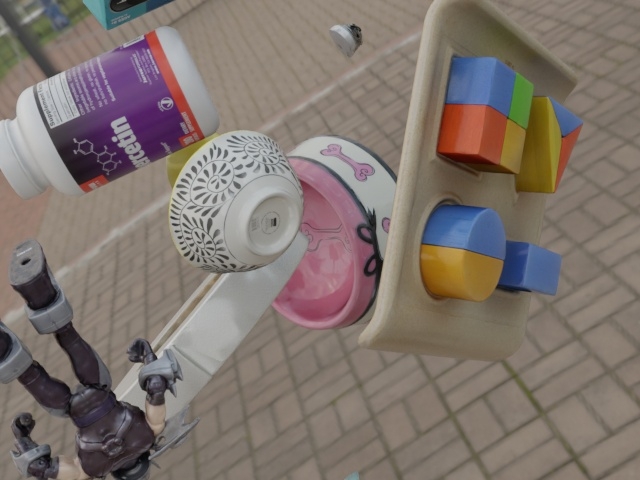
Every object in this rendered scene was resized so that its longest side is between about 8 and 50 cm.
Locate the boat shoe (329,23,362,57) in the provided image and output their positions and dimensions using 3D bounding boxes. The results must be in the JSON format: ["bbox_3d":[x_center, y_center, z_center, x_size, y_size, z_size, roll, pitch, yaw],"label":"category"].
[{"bbox_3d":[0.044,-0.321,1.497,0.040,0.049,0.142,-46,1,3],"label":"boat shoe"}]

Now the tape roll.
[{"bbox_3d":[-0.163,0.123,1.319,0.392,0.072,0.392,-48,7,8],"label":"tape roll"}]

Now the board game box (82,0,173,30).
[{"bbox_3d":[-0.236,-0.495,1.410,0.254,0.079,0.336,-31,-22,-22],"label":"board game box"}]

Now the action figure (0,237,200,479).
[{"bbox_3d":[-0.231,0.143,0.918,0.185,0.285,0.099,-37,35,-17],"label":"action figure"}]

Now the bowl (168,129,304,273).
[{"bbox_3d":[-0.075,-0.031,1.054,0.170,0.170,0.080,-42,41,-20],"label":"bowl"}]

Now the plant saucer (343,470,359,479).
[{"bbox_3d":[0.052,0.630,1.933,0.044,0.317,0.317,1,26,0],"label":"plant saucer"}]

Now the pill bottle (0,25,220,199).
[{"bbox_3d":[-0.329,-0.184,1.456,0.323,0.181,0.181,-26,22,-2],"label":"pill bottle"}]

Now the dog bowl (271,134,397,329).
[{"bbox_3d":[0.000,0.000,1.917,0.150,0.408,0.408,-23,10,-41],"label":"dog bowl"}]

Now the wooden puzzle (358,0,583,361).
[{"bbox_3d":[0.183,-0.042,0.982,0.080,0.322,0.347,13,89,35],"label":"wooden puzzle"}]

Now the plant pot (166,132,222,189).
[{"bbox_3d":[-0.200,-0.141,1.710,0.095,0.134,0.134,7,40,24],"label":"plant pot"}]
